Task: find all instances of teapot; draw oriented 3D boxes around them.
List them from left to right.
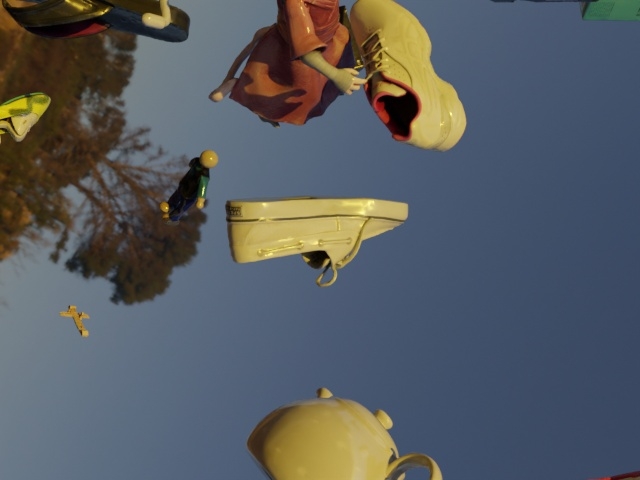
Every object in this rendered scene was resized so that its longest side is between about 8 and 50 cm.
[{"bbox_3d":[0.031,0.313,0.983,0.187,0.252,0.256,-38,-113,-16],"label":"teapot"}]

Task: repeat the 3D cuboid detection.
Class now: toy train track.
[{"bbox_3d":[-0.387,0.125,1.117,0.083,0.048,0.014,44,-66,45],"label":"toy train track"}]

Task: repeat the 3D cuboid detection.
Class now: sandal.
[{"bbox_3d":[-0.490,-0.457,1.398,0.167,0.446,0.106,168,-68,-76],"label":"sandal"}]

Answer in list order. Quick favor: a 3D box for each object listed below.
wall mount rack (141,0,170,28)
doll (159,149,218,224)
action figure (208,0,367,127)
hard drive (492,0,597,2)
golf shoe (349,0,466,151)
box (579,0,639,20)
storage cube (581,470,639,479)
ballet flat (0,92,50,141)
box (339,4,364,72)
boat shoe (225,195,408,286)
[{"bbox_3d":[-0.222,-0.359,0.761,0.350,0.304,0.130,-17,-106,36],"label":"wall mount rack"},{"bbox_3d":[-0.264,-0.111,1.435,0.189,0.046,0.129,-48,-136,29],"label":"doll"},{"bbox_3d":[-0.024,-0.364,1.127,0.370,0.276,0.248,99,13,-62],"label":"action figure"},{"bbox_3d":[0.408,-0.579,1.178,0.237,0.064,0.338,27,-76,52],"label":"hard drive"},{"bbox_3d":[0.120,-0.281,1.140,0.115,0.140,0.306,-43,-111,42],"label":"golf shoe"},{"bbox_3d":[0.661,-0.505,1.427,0.245,0.060,0.100,2,-121,3],"label":"box"},{"bbox_3d":[0.377,0.431,0.860,0.215,0.184,0.193,49,-51,52],"label":"storage cube"},{"bbox_3d":[-0.610,-0.217,1.324,0.231,0.077,0.077,-26,170,-41],"label":"ballet flat"},{"bbox_3d":[0.020,-0.465,1.709,0.093,0.155,0.158,-18,-179,-17],"label":"box"},{"bbox_3d":[0.004,0.001,1.237,0.136,0.367,0.156,10,-78,52],"label":"boat shoe"}]
